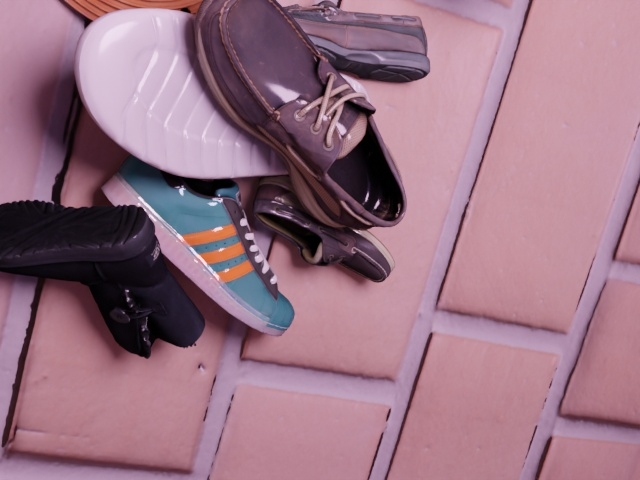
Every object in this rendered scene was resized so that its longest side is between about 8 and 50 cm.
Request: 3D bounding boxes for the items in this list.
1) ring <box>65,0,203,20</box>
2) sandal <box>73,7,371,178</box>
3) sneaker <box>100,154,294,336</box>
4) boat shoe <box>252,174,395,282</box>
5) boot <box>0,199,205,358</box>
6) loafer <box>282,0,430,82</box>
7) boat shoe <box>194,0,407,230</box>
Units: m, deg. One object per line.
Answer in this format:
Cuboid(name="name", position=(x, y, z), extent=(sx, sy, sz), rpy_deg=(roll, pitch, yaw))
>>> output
Cuboid(name="ring", position=(-0.182, -0.375, 0.824), extent=(0.336, 0.032, 0.337), rpy_deg=(6, 124, 10))
Cuboid(name="sandal", position=(-0.109, -0.153, 0.934), extent=(0.416, 0.102, 0.170), rpy_deg=(9, 97, -44))
Cuboid(name="sneaker", position=(-0.122, -0.003, 0.989), extent=(0.121, 0.108, 0.302), rpy_deg=(-45, 113, 0))
Cuboid(name="boat shoe", position=(0.000, -0.001, 1.040), extent=(0.223, 0.080, 0.073), rpy_deg=(37, 59, -22))
Cuboid(name="boot", position=(-0.277, 0.055, 0.944), extent=(0.246, 0.094, 0.207), rpy_deg=(0, 135, 15))
Cuboid(name="loafer", position=(0.018, -0.260, 0.996), extent=(0.267, 0.096, 0.084), rpy_deg=(4, 83, -28))
Cuboid(name="boat shoe", position=(0.002, -0.140, 0.875), extent=(0.132, 0.130, 0.355), rpy_deg=(-57, 135, -17))
